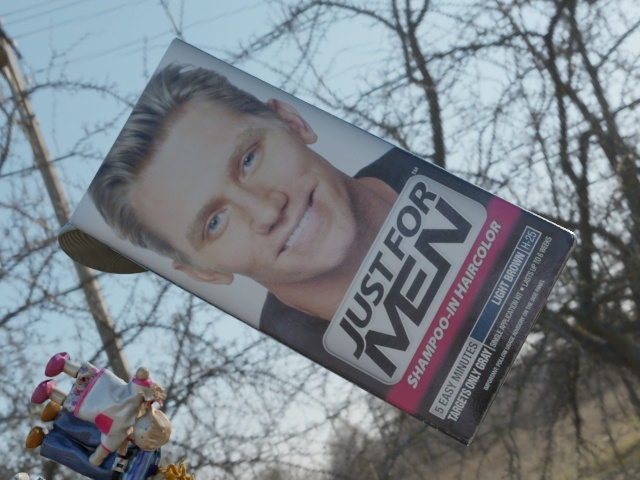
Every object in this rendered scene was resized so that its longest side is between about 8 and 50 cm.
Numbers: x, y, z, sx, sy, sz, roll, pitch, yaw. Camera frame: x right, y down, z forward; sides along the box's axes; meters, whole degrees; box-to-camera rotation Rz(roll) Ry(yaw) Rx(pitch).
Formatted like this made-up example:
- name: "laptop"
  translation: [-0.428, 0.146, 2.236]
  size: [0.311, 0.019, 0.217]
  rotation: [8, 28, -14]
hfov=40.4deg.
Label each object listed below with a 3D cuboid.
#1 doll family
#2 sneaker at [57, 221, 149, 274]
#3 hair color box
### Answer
- name: "doll family"
  translation: [-0.216, 0.239, 0.842]
  size: [0.263, 0.163, 0.118]
  rotation: [-63, -13, -3]
- name: "sneaker"
  translation: [-0.207, -0.029, 1.081]
  size: [0.222, 0.118, 0.083]
  rotation: [-4, -49, 7]
- name: "hair color box"
  translation: [0.000, 0.000, 0.686]
  size: [0.173, 0.347, 0.105]
  rotation: [-62, -12, -5]
